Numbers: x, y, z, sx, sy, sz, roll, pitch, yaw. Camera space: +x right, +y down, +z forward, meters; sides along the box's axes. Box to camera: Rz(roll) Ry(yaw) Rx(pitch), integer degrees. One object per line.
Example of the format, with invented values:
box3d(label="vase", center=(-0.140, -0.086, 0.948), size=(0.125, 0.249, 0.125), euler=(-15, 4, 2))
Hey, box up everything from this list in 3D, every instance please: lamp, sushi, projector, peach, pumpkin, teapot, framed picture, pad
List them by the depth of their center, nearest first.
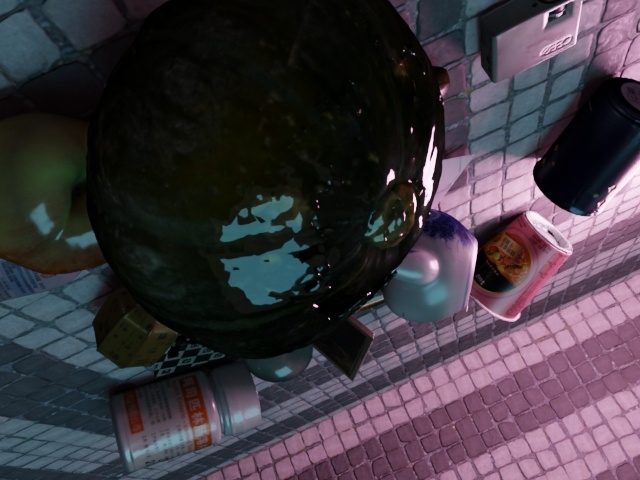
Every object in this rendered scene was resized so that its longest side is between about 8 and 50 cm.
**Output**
box3d(label="pumpkin", center=(-0.043, -0.083, 0.686), size=(0.454, 0.344, 0.454), euler=(-44, 146, -42))
box3d(label="peach", center=(-0.346, -0.059, 0.747), size=(0.233, 0.232, 0.232), euler=(-19, 151, -11))
box3d(label="projector", center=(0.323, -0.330, 0.911), size=(0.147, 0.061, 0.115), euler=(-26, 153, 4))
box3d(label="lamp", center=(-0.345, 0.154, 1.132), size=(0.161, 0.161, 0.185), euler=(7, 139, -44))
box3d(label="pad", center=(0.218, -0.106, 1.252), size=(0.157, 0.004, 0.232), euler=(-13, 155, -21))
box3d(label="teapot", center=(0.197, 0.050, 1.300), size=(0.280, 0.252, 0.424), euler=(9, -177, 13))
box3d(label="sushi", center=(-0.315, 0.231, 1.398), size=(0.193, 0.043, 0.279), euler=(-13, 150, -20))
box3d(label="teapot", center=(-0.104, 0.226, 1.437), size=(0.184, 0.183, 0.250), euler=(-14, 140, -19))
box3d(label="framed picture", center=(0.034, 0.245, 1.532), size=(0.020, 0.211, 0.289), euler=(-42, 162, -30))

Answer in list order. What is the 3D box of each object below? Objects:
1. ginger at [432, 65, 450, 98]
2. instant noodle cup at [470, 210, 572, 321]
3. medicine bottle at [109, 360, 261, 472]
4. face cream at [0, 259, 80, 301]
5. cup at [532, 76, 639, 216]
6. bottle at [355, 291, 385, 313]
box3d(label="ginger", center=(0.064, -0.174, 0.924), size=(0.133, 0.107, 0.309), euler=(37, 112, -27))
box3d(label="instant noodle cup", center=(0.539, 0.059, 1.607), size=(0.244, 0.243, 0.255), euler=(5, 132, -43))
box3d(label="medicine bottle", center=(-0.366, 0.471, 1.595), size=(0.372, 0.211, 0.211), euler=(-13, 150, -20))
box3d(label="face cream", center=(-0.457, 0.027, 0.899), size=(0.337, 0.080, 0.163), euler=(-15, 150, -17))
box3d(label="cup", center=(0.605, -0.227, 1.257), size=(0.179, 0.254, 0.256), euler=(21, 138, -2))
box3d(label="bottle", center=(0.154, 0.127, 1.542), size=(0.286, 0.082, 0.082), euler=(-19, 151, -10))
